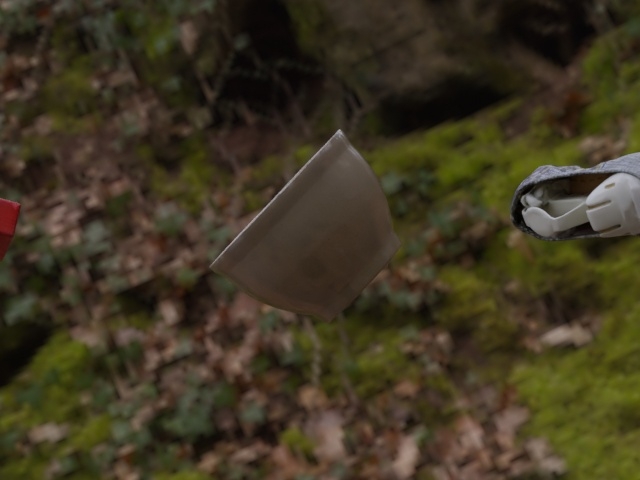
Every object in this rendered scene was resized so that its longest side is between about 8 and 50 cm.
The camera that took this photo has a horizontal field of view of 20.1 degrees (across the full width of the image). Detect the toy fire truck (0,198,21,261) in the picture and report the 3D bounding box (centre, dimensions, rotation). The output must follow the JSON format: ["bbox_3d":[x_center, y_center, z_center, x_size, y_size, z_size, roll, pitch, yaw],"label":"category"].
[{"bbox_3d":[-0.246,0.060,1.173,0.047,0.135,0.192,15,-27,-16],"label":"toy fire truck"}]

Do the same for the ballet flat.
[{"bbox_3d":[0.125,-0.015,0.798,0.041,0.041,0.114,-15,6,-34],"label":"ballet flat"}]

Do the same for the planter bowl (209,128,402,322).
[{"bbox_3d":[0.000,0.000,1.537,0.162,0.109,0.162,-47,3,3],"label":"planter bowl"}]
